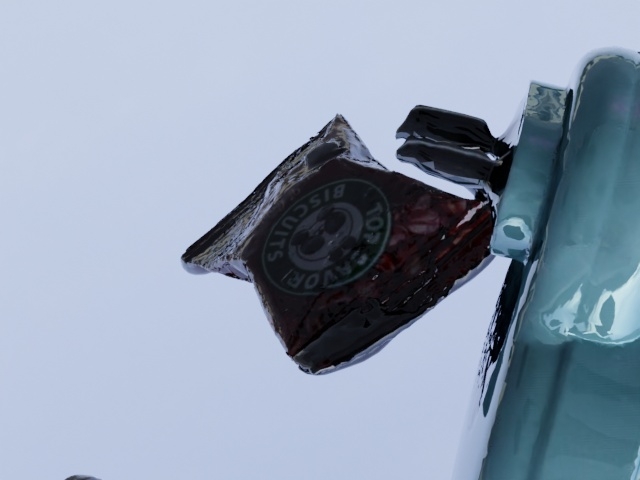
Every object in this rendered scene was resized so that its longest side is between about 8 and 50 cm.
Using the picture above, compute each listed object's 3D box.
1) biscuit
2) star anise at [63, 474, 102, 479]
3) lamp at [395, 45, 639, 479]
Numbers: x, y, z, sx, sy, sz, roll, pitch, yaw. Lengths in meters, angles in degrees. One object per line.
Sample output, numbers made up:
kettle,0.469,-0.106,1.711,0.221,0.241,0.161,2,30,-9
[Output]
biscuit,0.005,-0.004,1.022,0.151,0.063,0.235,-45,-147,-6
star anise,-0.195,0.255,1.134,0.198,0.110,0.257,-25,-138,29
lamp,0.115,0.055,0.728,0.147,0.284,0.209,-4,-156,11
